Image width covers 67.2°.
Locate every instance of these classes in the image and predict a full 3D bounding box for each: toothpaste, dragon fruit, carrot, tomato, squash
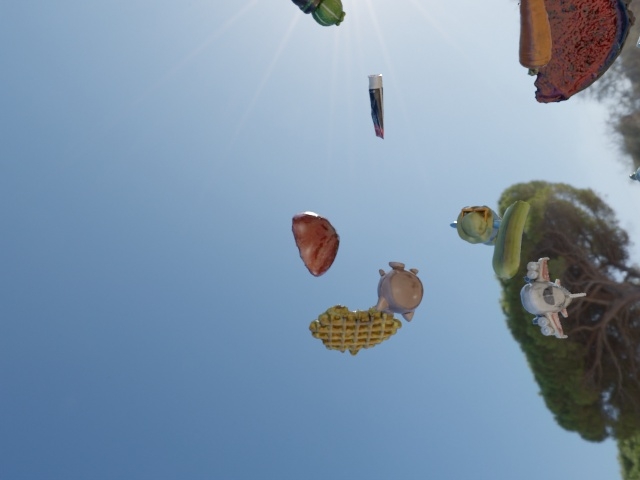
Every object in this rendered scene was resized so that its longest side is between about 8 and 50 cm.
[{"bbox_3d":[0.178,-0.415,1.505,0.045,0.071,0.194,-12,-65,-11],"label":"toothpaste"},{"bbox_3d":[0.734,-0.584,1.384,0.344,0.282,0.100,67,-149,-31],"label":"dragon fruit"},{"bbox_3d":[0.390,-0.432,0.881,0.061,0.061,0.257,-40,-54,-44],"label":"carrot"},{"bbox_3d":[0.000,0.000,1.345,0.189,0.099,0.173,69,-162,1],"label":"tomato"},{"bbox_3d":[0.592,0.000,1.503,0.083,0.083,0.250,26,-105,-37],"label":"squash"}]

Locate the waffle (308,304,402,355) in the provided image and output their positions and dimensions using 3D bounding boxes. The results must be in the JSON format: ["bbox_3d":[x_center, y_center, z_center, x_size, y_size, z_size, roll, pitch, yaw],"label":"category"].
[{"bbox_3d":[0.105,0.273,1.508,0.291,0.291,0.051,33,-142,-34],"label":"waffle"}]

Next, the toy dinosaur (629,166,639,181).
[{"bbox_3d":[0.808,-0.158,1.158,0.205,0.092,0.393,-24,-58,-66],"label":"toy dinosaur"}]

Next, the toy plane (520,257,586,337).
[{"bbox_3d":[0.713,0.177,1.494,0.252,0.118,0.252,14,-114,-35],"label":"toy plane"}]

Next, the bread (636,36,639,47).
[{"bbox_3d":[1.019,-0.656,1.412,0.060,0.139,0.178,18,-75,-9],"label":"bread"}]

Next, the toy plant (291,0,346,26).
[{"bbox_3d":[-0.004,-0.635,1.281,0.162,0.092,0.093,26,-120,-29],"label":"toy plant"}]

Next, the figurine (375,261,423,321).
[{"bbox_3d":[0.201,0.130,1.234,0.125,0.125,0.138,21,-99,-39],"label":"figurine"}]

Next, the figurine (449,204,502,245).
[{"bbox_3d":[0.577,-0.052,1.745,0.154,0.180,0.262,-59,-21,5],"label":"figurine"}]
